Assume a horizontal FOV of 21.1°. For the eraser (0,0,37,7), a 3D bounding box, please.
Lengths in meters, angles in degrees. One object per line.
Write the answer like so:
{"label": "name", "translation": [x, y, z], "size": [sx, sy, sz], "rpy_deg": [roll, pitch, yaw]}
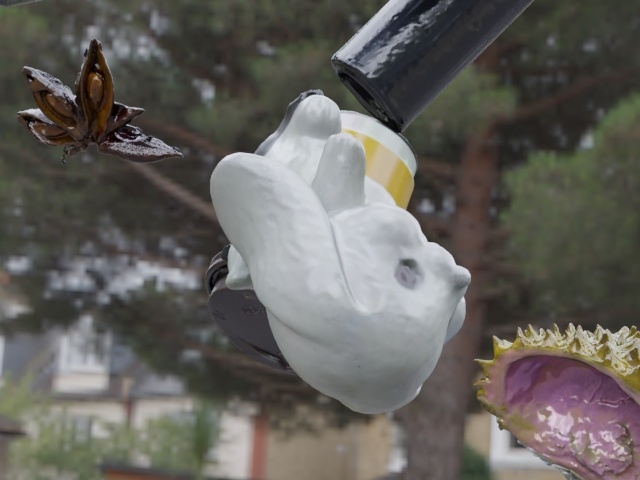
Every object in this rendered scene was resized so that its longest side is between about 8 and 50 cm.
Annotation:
{"label": "eraser", "translation": [-0.175, -0.256, 1.437], "size": [0.352, 0.061, 0.089], "rpy_deg": [-18, 34, -28]}

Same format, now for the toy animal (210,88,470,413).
{"label": "toy animal", "translation": [0.007, 0.018, 1.459], "size": [0.174, 0.249, 0.289], "rpy_deg": [-37, 8, 2]}

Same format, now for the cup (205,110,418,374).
{"label": "cup", "translation": [0.000, 0.000, 1.930], "size": [0.196, 0.280, 0.196], "rpy_deg": [21, -28, 12]}

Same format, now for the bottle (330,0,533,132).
{"label": "bottle", "translation": [0.113, -0.185, 1.190], "size": [0.082, 0.244, 0.072], "rpy_deg": [48, -6, -15]}

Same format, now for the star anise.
{"label": "star anise", "translation": [-0.268, -0.151, 1.949], "size": [0.212, 0.053, 0.157], "rpy_deg": [3, -51, 27]}

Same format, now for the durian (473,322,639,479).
{"label": "durian", "translation": [0.222, 0.130, 1.266], "size": [0.182, 0.132, 0.165], "rpy_deg": [43, 7, 35]}
